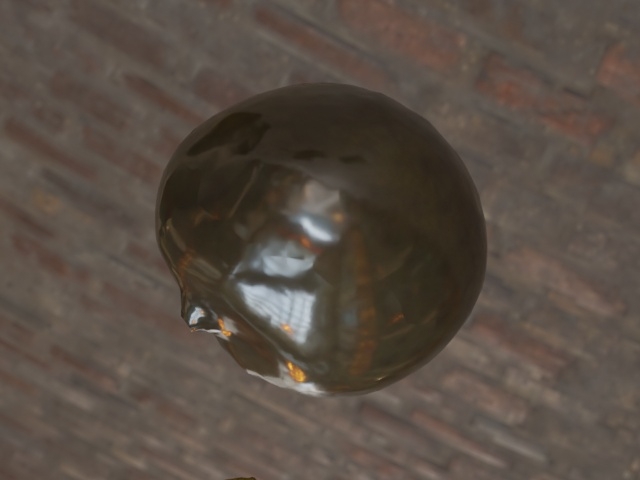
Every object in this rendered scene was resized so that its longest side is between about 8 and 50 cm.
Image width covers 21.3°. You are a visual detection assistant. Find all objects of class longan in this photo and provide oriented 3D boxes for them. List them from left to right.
[{"bbox_3d":[0.001,-0.004,1.477,0.297,0.297,0.297,21,153,11],"label":"longan"}]

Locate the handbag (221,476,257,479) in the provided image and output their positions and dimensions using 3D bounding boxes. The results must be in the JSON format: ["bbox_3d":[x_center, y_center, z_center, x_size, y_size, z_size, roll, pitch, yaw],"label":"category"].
[{"bbox_3d":[-0.220,0.298,1.099,0.401,0.283,0.133,-19,120,21],"label":"handbag"}]
